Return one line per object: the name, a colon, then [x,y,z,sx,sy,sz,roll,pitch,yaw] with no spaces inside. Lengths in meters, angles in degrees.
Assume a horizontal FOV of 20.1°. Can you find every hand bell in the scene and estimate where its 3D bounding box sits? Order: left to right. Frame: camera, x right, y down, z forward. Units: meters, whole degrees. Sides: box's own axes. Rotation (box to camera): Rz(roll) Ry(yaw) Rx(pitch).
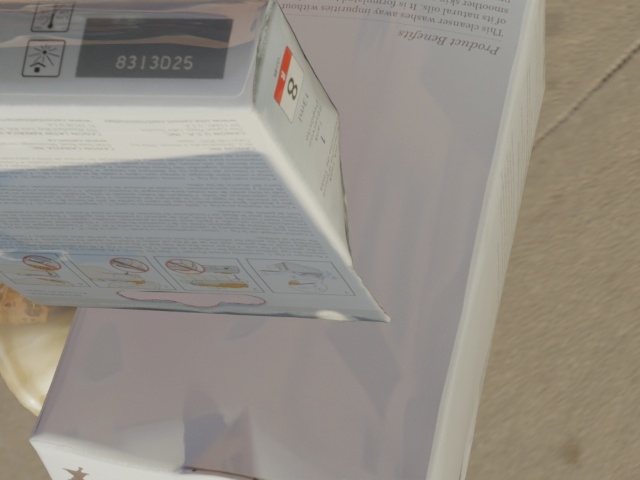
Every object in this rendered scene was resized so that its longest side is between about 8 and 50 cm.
hand bell: [-0.114,0.042,1.320,0.242,0.126,0.126,-22,88,32]

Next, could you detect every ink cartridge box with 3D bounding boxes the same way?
ink cartridge box: [-0.060,-0.022,0.592,0.145,0.179,0.045,2,71,16]

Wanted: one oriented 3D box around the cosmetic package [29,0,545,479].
cosmetic package: [0.000,0.000,1.054,0.217,0.156,0.385,10,61,13]
